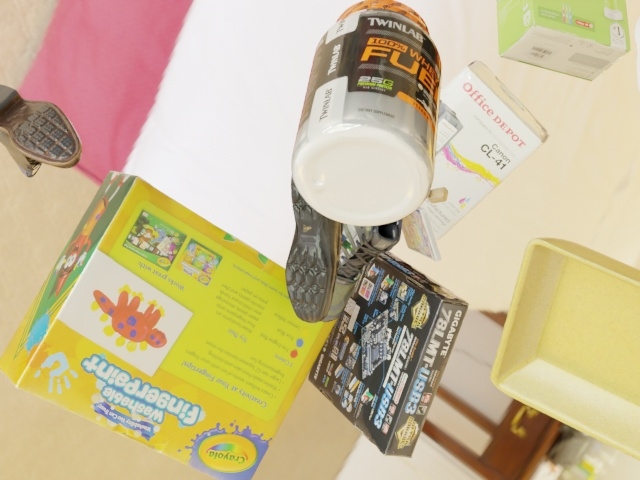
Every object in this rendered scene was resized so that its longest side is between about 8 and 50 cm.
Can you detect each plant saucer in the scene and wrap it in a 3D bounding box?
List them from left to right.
[{"bbox_3d":[0.426,0.153,1.359,0.081,0.332,0.333,-49,155,-38],"label":"plant saucer"}]

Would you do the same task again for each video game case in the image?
[{"bbox_3d":[0.153,-0.018,1.547,0.011,0.122,0.087,-22,105,-12],"label":"video game case"}]

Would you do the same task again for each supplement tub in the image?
[{"bbox_3d":[0.043,-0.115,0.828,0.117,0.117,0.190,84,11,-47],"label":"supplement tub"}]

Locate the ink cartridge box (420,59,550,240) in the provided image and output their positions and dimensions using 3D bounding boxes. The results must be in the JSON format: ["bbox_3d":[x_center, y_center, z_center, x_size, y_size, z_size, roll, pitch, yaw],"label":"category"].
[{"bbox_3d":[0.281,-0.186,2.009,0.306,0.226,0.131,-45,178,26],"label":"ink cartridge box"}]

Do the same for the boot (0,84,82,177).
[{"bbox_3d":[-0.376,-0.131,1.313,0.082,0.219,0.106,-46,145,-18],"label":"boot"}]

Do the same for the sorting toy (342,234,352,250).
[{"bbox_3d":[0.018,0.014,1.448,0.061,0.042,0.102,-46,178,-25],"label":"sorting toy"}]

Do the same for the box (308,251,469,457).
[{"bbox_3d":[0.110,0.186,1.737,0.073,0.293,0.296,10,104,-34],"label":"box"}]

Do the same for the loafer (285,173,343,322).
[{"bbox_3d":[0.000,0.000,1.312,0.078,0.076,0.223,-14,108,-57],"label":"loafer"}]

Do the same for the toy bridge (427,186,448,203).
[{"bbox_3d":[0.162,-0.122,1.747,0.188,0.063,0.026,44,50,-41],"label":"toy bridge"}]

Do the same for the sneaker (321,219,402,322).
[{"bbox_3d":[0.056,0.000,1.538,0.111,0.121,0.300,10,108,-34],"label":"sneaker"}]

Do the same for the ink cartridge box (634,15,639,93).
[{"bbox_3d":[0.374,0.021,0.612,0.384,0.160,0.279,39,43,-28],"label":"ink cartridge box"}]

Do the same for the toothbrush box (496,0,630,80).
[{"bbox_3d":[0.438,-0.460,1.781,0.206,0.283,0.122,10,158,-20],"label":"toothbrush box"}]

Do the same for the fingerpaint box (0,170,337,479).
[{"bbox_3d":[-0.241,0.155,1.627,0.444,0.163,0.371,32,81,-29],"label":"fingerpaint box"}]
